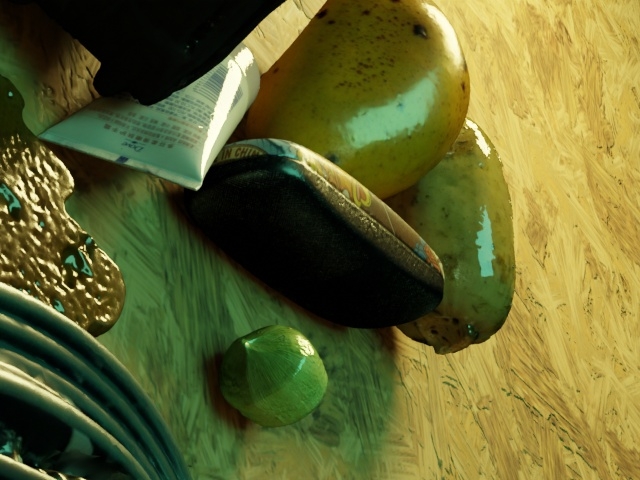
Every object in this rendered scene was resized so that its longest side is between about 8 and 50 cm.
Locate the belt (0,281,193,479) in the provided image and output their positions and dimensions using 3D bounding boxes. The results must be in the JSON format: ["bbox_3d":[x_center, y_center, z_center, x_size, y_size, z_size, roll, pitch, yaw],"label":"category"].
[{"bbox_3d":[-0.218,0.184,1.010,0.436,0.173,0.300,31,48,-54],"label":"belt"}]

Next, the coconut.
[{"bbox_3d":[-0.042,0.111,1.507,0.088,0.087,0.096,-84,152,-42],"label":"coconut"}]

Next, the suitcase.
[{"bbox_3d":[-0.062,-0.299,1.444,0.188,0.339,0.345,47,30,-13],"label":"suitcase"}]

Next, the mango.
[{"bbox_3d":[0.037,-0.131,1.716,0.191,0.160,0.290,39,47,3],"label":"mango"}]

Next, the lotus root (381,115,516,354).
[{"bbox_3d":[0.119,-0.024,1.834,0.146,0.160,0.284,31,49,-45],"label":"lotus root"}]

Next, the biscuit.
[{"bbox_3d":[-0.244,-0.027,1.254,0.278,0.043,0.302,3,68,-60],"label":"biscuit"}]

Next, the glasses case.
[{"bbox_3d":[0.000,0.000,1.623,0.321,0.122,0.082,38,41,-49],"label":"glasses case"}]

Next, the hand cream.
[{"bbox_3d":[-0.120,-0.101,1.484,0.248,0.133,0.083,-50,155,-62],"label":"hand cream"}]
